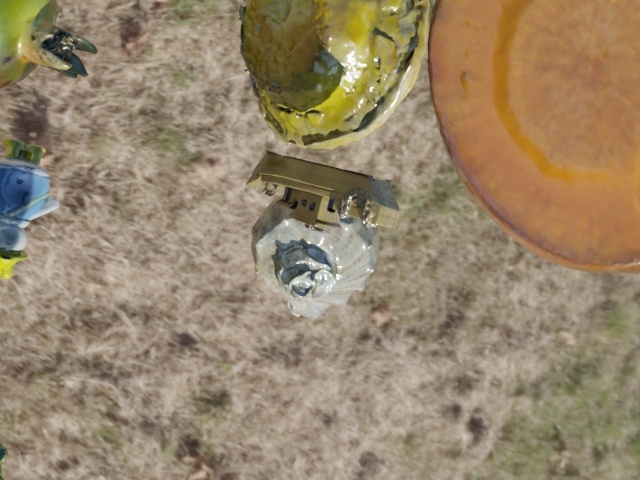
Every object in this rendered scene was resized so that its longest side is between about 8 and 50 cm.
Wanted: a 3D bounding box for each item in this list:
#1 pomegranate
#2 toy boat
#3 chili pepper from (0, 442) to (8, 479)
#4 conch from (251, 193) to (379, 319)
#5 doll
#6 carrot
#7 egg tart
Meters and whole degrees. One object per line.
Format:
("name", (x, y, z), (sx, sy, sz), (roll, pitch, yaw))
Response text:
("pomegranate", (-0.412, -0.287, 1.158), (0.245, 0.198, 0.198), (14, 89, -16))
("toy boat", (-0.002, -0.046, 0.937), (0.064, 0.206, 0.072), (12, 94, -44))
("chili pepper", (-0.377, 0.218, 0.911), (0.072, 0.203, 0.073), (-58, 161, -59))
("conch", (0.013, 0.000, 1.270), (0.210, 0.158, 0.291), (68, 31, -29))
("doll", (-0.533, -0.052, 1.527), (0.135, 0.098, 0.241), (13, 94, -68))
("carrot", (0.209, -0.123, 0.699), (0.100, 0.258, 0.307), (4, 69, -65))
("egg tart", (-0.005, -0.246, 1.018), (0.116, 0.294, 0.295), (6, 95, -42))
